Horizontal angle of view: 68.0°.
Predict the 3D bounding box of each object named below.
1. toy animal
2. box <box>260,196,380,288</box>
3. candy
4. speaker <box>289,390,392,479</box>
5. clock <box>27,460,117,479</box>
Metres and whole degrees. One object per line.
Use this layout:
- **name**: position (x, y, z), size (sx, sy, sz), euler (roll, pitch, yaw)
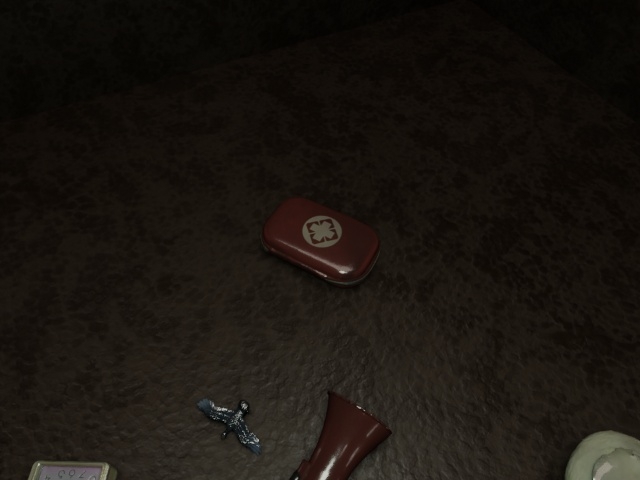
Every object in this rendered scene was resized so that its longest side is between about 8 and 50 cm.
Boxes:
- **toy animal**: position (-0.232, 0.486, 1.280), size (0.220, 0.062, 0.108), euler (36, 60, 15)
- **box**: position (0.000, 0.000, 1.615), size (0.403, 0.108, 0.263), euler (24, 57, 15)
- **candy**: position (0.726, 0.614, 1.141), size (0.295, 0.185, 0.296), euler (2, 69, -5)
- **speaker**: position (0.056, 0.590, 1.195), size (0.259, 0.198, 0.330), euler (37, 70, -23)
- **clock**: position (-0.617, 0.625, 1.161), size (0.191, 0.071, 0.147), euler (3, 54, 0)
